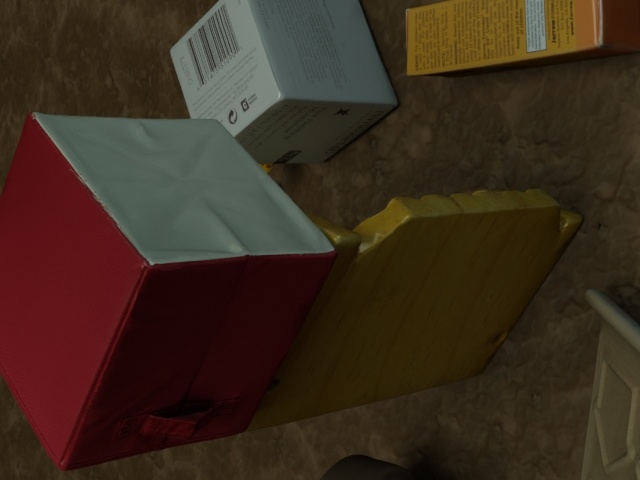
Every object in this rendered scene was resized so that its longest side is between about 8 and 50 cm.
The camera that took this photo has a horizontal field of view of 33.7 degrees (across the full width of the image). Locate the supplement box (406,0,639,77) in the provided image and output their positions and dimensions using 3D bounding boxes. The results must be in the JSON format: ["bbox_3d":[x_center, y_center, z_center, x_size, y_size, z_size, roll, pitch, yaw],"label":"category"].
[{"bbox_3d":[0.192,-0.208,1.037,0.233,0.078,0.080,-3,92,46],"label":"supplement box"}]

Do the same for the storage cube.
[{"bbox_3d":[-0.135,0.032,0.824,0.215,0.184,0.193,47,124,34],"label":"storage cube"}]

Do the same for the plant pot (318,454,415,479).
[{"bbox_3d":[0.110,0.369,1.082,0.229,0.263,0.263,6,99,29],"label":"plant pot"}]

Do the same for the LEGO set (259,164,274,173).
[{"bbox_3d":[-0.073,-0.131,1.330,0.087,0.093,0.227,171,88,-78],"label":"LEGO set"}]

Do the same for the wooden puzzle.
[{"bbox_3d":[0.283,0.239,0.884,0.322,0.081,0.347,-82,-8,-80],"label":"wooden puzzle"}]

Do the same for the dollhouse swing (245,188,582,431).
[{"bbox_3d":[0.000,0.000,1.065,0.305,0.347,0.315,49,126,33],"label":"dollhouse swing"}]

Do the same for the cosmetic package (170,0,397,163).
[{"bbox_3d":[-0.042,-0.186,1.208,0.151,0.184,0.151,-34,68,43],"label":"cosmetic package"}]
